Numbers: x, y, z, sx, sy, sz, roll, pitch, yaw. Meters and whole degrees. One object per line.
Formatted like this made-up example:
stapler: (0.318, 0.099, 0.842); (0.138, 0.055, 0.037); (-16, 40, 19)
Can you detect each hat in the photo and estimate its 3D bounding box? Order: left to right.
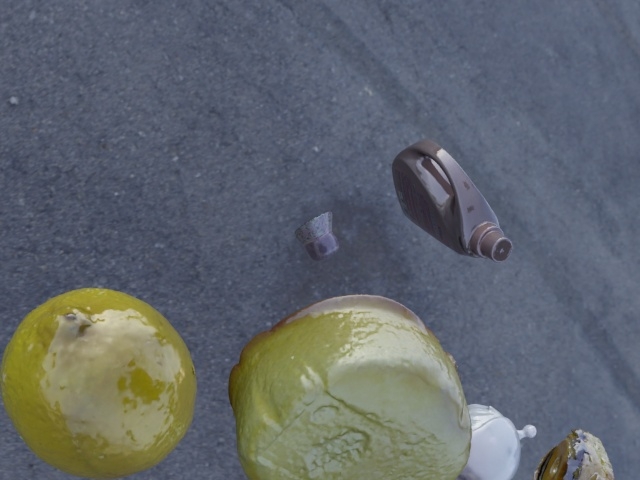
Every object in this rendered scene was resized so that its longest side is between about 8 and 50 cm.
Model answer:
hat: (0.001, 0.000, 1.007); (0.058, 0.087, 0.042); (-29, 66, -14)

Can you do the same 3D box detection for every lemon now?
lemon: (-0.279, 0.184, 0.963); (0.236, 0.236, 0.263); (-43, 117, -43)

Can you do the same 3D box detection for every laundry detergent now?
laundry detergent: (0.200, -0.065, 1.162); (0.076, 0.237, 0.171); (-28, 125, -13)

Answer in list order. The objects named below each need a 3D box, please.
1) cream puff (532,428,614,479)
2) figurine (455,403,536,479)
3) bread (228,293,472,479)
cream puff: (0.400, 0.365, 1.167); (0.104, 0.119, 0.133); (31, 56, 6)
figurine: (0.194, 0.326, 1.073); (0.257, 0.144, 0.182); (-40, 115, -15)
bread: (0.035, 0.191, 0.821); (0.270, 0.270, 0.148); (44, 17, -30)
